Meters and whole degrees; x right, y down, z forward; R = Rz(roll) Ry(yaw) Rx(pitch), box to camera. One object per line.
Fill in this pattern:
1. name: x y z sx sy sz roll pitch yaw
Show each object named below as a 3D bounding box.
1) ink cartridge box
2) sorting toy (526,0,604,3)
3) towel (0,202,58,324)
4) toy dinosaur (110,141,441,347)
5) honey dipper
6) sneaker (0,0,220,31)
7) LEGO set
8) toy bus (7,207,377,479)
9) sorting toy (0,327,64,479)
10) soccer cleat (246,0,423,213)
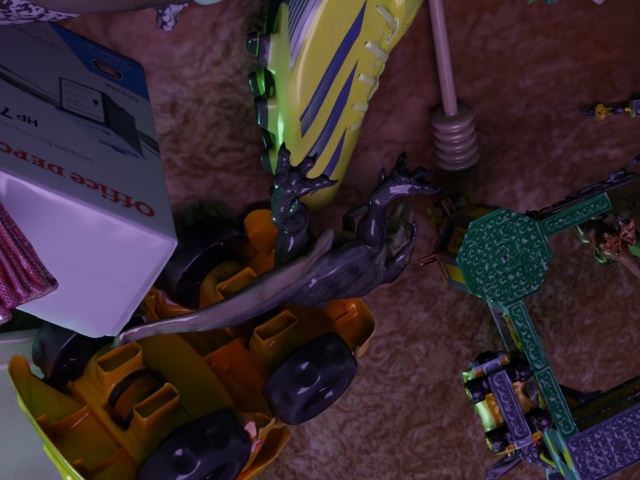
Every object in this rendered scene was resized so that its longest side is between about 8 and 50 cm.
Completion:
1. ink cartridge box: -0.168 -0.050 0.930 0.140 0.190 0.082 24 117 -28
2. sorting toy: 0.171 -0.176 1.036 0.062 0.012 0.083 30 114 -31
3. towel: -0.294 -0.023 0.851 0.329 0.037 0.237 -24 102 47
4. toy dinosaur: 0.000 0.000 0.976 0.268 0.064 0.118 -15 142 -47
5. honey dipper: 0.078 -0.119 1.048 0.030 0.030 0.160 -15 124 -3
6. sneaker: -0.062 -0.186 0.847 0.410 0.158 0.182 -6 159 0
7. LEGO set: 0.223 0.025 1.127 0.331 0.192 0.255 -32 99 -7
8. toy bus: -0.082 0.115 1.104 0.220 0.149 0.211 -34 154 -21
9. sorting toy: -0.249 0.131 1.138 0.196 0.047 0.347 -9 128 -13
10. soccer cleat: 0.018 -0.136 0.975 0.121 0.093 0.289 -3 125 -9
